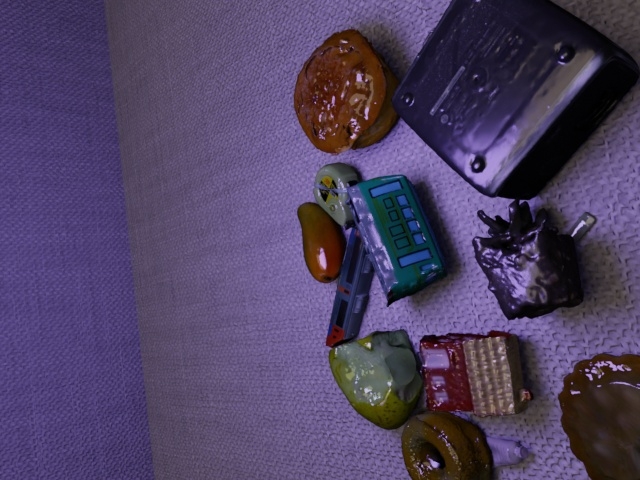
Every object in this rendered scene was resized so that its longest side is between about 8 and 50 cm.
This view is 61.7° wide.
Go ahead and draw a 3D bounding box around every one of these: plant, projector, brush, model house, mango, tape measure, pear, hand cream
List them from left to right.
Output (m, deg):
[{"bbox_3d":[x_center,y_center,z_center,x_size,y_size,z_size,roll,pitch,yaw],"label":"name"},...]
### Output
[{"bbox_3d":[0.003,0.000,1.752,0.146,0.129,0.288,-38,62,59],"label":"mango"},{"bbox_3d":[0.057,-0.161,1.714,0.200,0.106,0.175,46,135,36],"label":"tape measure"},{"bbox_3d":[0.156,0.422,1.587,0.287,0.176,0.281,-29,73,43],"label":"pear"},{"bbox_3d":[0.402,0.328,1.348,0.254,0.160,0.195,-10,85,43],"label":"model house"},{"bbox_3d":[0.420,-0.358,1.246,0.405,0.242,0.395,54,127,31],"label":"projector"},{"bbox_3d":[0.468,0.542,1.372,0.142,0.053,0.084,-35,66,57],"label":"hand cream"},{"bbox_3d":[0.470,0.034,1.216,0.188,0.199,0.275,-37,57,42],"label":"plant"},{"bbox_3d":[0.573,0.011,1.255,0.033,0.030,0.178,54,127,42],"label":"brush"}]

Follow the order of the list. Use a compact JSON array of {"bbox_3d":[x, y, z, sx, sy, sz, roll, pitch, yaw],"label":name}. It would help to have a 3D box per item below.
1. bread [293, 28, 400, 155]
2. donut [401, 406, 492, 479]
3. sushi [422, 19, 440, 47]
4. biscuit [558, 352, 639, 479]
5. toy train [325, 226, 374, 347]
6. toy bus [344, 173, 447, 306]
[{"bbox_3d":[0.087,-0.436,1.608,0.337,0.204,0.358,-45,57,39],"label":"bread"},{"bbox_3d":[0.322,0.590,1.459,0.272,0.107,0.271,3,94,53],"label":"donut"},{"bbox_3d":[0.341,-0.539,1.433,0.150,0.078,0.090,-54,50,33],"label":"sushi"},{"bbox_3d":[0.671,0.412,1.139,0.329,0.078,0.334,-5,86,49],"label":"biscuit"},{"bbox_3d":[0.105,0.159,1.687,0.089,0.086,0.409,23,107,40],"label":"toy train"},{"bbox_3d":[0.211,-0.009,1.490,0.200,0.183,0.343,-20,74,0],"label":"toy bus"}]
